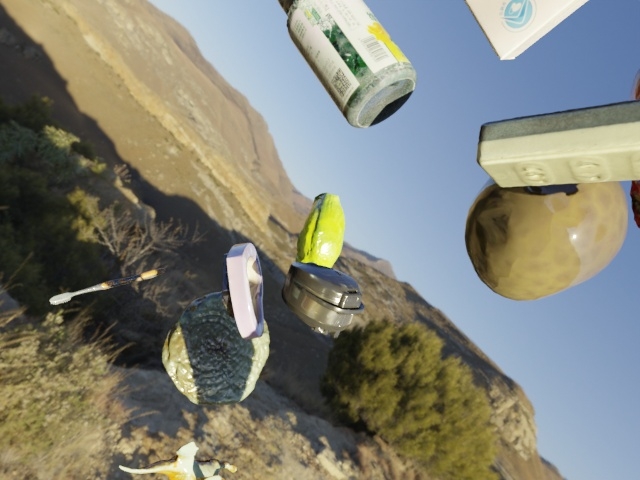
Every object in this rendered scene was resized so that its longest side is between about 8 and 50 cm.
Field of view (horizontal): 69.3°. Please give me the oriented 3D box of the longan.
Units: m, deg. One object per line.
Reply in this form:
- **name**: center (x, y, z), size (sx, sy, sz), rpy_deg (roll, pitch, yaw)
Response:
- **longan**: center (0.552, -0.042, 1.147), size (0.336, 0.404, 0.404), rpy_deg (37, -11, 50)

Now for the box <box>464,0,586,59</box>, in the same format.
- **box**: center (0.334, -0.428, 0.594), size (0.343, 0.065, 0.200), rpy_deg (-34, -99, 49)

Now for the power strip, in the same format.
- **power strip**: center (0.330, -0.117, 0.589), size (0.256, 0.070, 0.105), rpy_deg (2, -15, 39)

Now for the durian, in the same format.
- **durian**: center (0.000, 0.000, 1.175), size (0.101, 0.250, 0.139), rpy_deg (13, -11, -15)

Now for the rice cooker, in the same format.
- **rice cooker**: center (0.001, 0.100, 0.853), size (0.112, 0.106, 0.165), rpy_deg (7, 24, -44)

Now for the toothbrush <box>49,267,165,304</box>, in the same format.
- **toothbrush**: center (-0.613, 0.129, 1.355), size (0.031, 0.321, 0.023), rpy_deg (-43, -112, 54)

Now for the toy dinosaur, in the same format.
- **toy dinosaur**: center (-0.220, 0.362, 0.741), size (0.212, 0.142, 0.057), rpy_deg (26, 53, -22)

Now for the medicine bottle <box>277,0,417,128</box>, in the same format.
- **medicine bottle**: center (0.035, -0.349, 0.812), size (0.293, 0.141, 0.141), rpy_deg (58, 1, 14)

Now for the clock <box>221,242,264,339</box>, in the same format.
- **clock**: center (-0.158, 0.088, 0.908), size (0.172, 0.064, 0.198), rpy_deg (77, 4, -50)

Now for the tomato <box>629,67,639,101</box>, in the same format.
- **tomato**: center (0.790, -0.332, 1.046), size (0.187, 0.151, 0.187), rpy_deg (-4, 90, -73)

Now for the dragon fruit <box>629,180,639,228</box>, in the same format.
- **dragon fruit**: center (0.632, -0.066, 0.754), size (0.211, 0.282, 0.147), rpy_deg (10, -51, 41)

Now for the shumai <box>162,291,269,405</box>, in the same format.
- **shumai**: center (-0.321, 0.324, 1.352), size (0.263, 0.309, 0.304), rpy_deg (-31, -104, 55)
